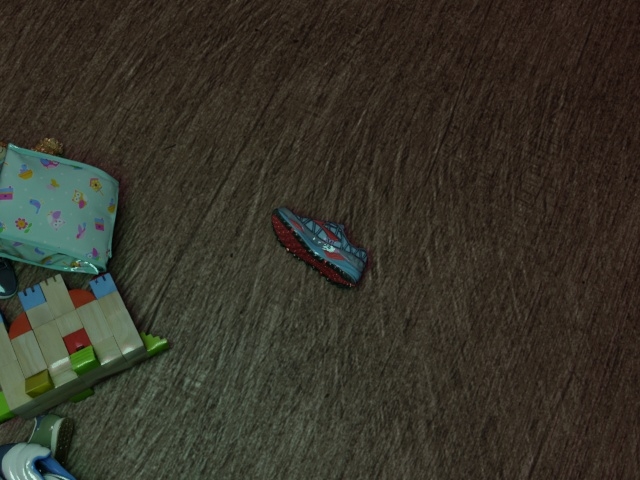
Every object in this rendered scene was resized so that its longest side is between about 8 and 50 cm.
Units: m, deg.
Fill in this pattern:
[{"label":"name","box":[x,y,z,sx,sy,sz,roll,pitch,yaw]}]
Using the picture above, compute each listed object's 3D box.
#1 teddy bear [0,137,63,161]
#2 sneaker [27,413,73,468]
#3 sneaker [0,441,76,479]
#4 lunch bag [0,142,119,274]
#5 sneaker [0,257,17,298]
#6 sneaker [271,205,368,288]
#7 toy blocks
[{"label":"teddy bear","box":[-0.682,-0.130,1.584,0.245,0.113,0.338,-40,81,-16]},{"label":"sneaker","box":[-0.599,0.466,1.453,0.086,0.064,0.192,10,82,18]},{"label":"sneaker","box":[-0.582,0.560,1.338,0.236,0.130,0.323,-15,90,10]},{"label":"lunch bag","box":[-0.569,-0.057,1.455,0.262,0.160,0.223,16,64,-33]},{"label":"sneaker","box":[-0.735,0.017,1.494,0.086,0.163,0.226,-32,94,-38]},{"label":"sneaker","box":[0.000,0.000,1.618,0.262,0.104,0.125,40,58,3]},{"label":"toy blocks","box":[-0.564,0.199,1.480,0.381,0.191,0.261,-26,68,-15]}]
